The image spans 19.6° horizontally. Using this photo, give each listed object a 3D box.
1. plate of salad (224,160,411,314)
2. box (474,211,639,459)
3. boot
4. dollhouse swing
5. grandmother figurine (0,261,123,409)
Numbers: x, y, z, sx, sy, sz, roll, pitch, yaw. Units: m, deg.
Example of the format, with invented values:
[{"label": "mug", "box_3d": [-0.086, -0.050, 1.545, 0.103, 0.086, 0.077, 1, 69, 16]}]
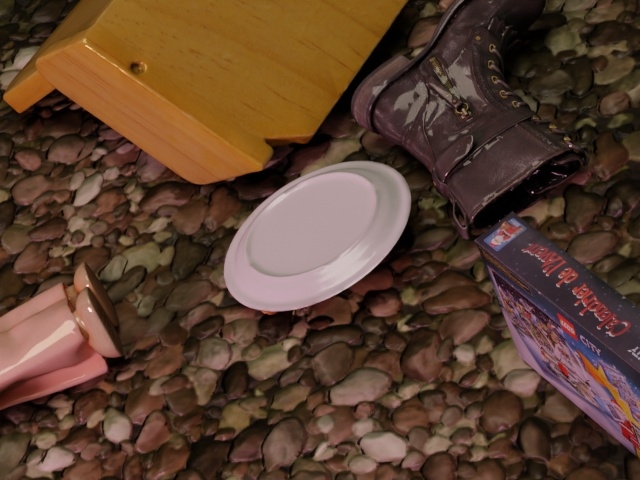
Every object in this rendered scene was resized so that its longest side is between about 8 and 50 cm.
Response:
[{"label": "plate of salad", "box_3d": [0.000, 0.000, 1.777, 0.200, 0.048, 0.200, -21, 36, 16]}, {"label": "box", "box_3d": [0.229, 0.094, 1.502, 0.044, 0.159, 0.233, -36, 45, -12]}, {"label": "boot", "box_3d": [0.180, -0.130, 1.808, 0.263, 0.091, 0.229, -40, 51, -10]}, {"label": "dollhouse swing", "box_3d": [-0.129, -0.217, 2.036, 0.315, 0.305, 0.347, 35, 61, -3]}, {"label": "grandmother figurine", "box_3d": [-0.357, 0.146, 1.766, 0.342, 0.104, 0.208, -27, 16, 2]}]
